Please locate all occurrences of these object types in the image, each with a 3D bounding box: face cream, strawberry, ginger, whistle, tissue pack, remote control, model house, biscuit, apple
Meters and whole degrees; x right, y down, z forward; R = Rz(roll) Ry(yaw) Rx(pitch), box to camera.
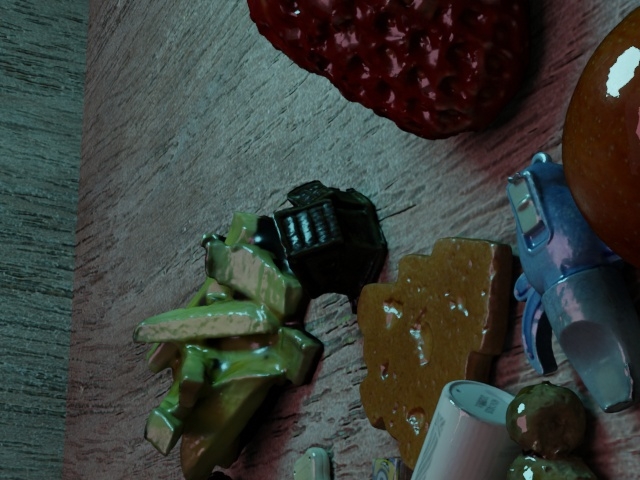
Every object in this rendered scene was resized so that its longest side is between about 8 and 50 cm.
[{"bbox_3d":[0.123,0.320,1.102,0.102,0.102,0.345,45,121,58],"label":"face cream"},{"bbox_3d":[0.085,-0.273,1.169,0.317,0.295,0.345,-33,66,13],"label":"strawberry"},{"bbox_3d":[-0.170,0.143,1.616,0.358,0.211,0.413,-42,47,50],"label":"ginger"},{"bbox_3d":[0.242,0.030,0.969,0.180,0.093,0.269,-42,53,44],"label":"whistle"},{"bbox_3d":[0.088,0.302,1.248,0.063,0.035,0.083,-23,62,60],"label":"tissue pack"},{"bbox_3d":[-0.005,0.347,1.422,0.074,0.032,0.122,-52,40,46],"label":"remote control"},{"bbox_3d":[-0.002,-0.005,1.383,0.106,0.152,0.165,-54,40,34],"label":"model house"},{"bbox_3d":[0.135,0.111,1.196,0.306,0.043,0.284,-56,35,38],"label":"biscuit"},{"bbox_3d":[0.211,0.233,0.972,0.104,0.080,0.204,162,111,-67],"label":"ginger"},{"bbox_3d":[0.281,-0.088,0.772,0.173,0.210,0.234,40,106,46],"label":"apple"}]

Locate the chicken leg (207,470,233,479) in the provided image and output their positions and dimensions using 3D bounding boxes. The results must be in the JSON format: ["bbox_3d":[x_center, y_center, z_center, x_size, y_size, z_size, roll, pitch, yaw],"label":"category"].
[{"bbox_3d":[-0.148,0.550,1.593,0.158,0.096,0.406,131,136,-54],"label":"chicken leg"}]
